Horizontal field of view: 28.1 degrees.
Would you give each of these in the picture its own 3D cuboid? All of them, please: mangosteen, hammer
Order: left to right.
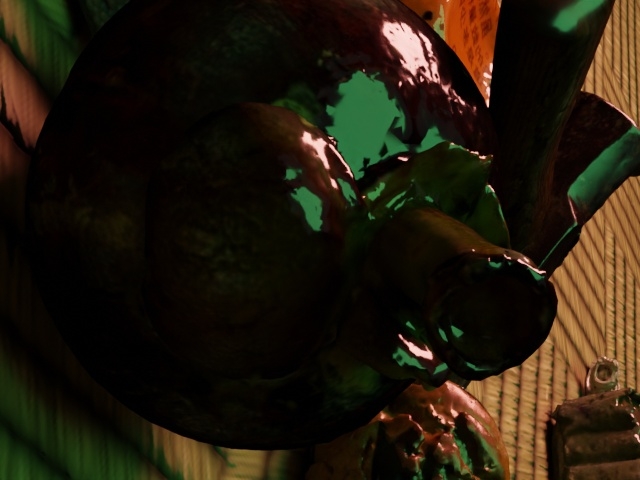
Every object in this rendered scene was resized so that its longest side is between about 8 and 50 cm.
[{"bbox_3d":[0.000,0.000,0.566,0.231,0.289,0.231,-17,121,-31],"label":"mangosteen"},{"bbox_3d":[0.118,-0.056,0.766,0.242,0.095,0.409,-48,163,-14],"label":"hammer"}]

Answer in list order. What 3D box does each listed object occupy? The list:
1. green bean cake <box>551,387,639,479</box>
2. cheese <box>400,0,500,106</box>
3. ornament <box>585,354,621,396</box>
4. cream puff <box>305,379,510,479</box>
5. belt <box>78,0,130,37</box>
[{"bbox_3d":[0.293,0.252,1.244,0.173,0.094,0.181,39,44,-53],"label":"green bean cake"},{"bbox_3d":[0.037,-0.096,0.865,0.329,0.129,0.217,-54,130,-44],"label":"cheese"},{"bbox_3d":[0.310,0.161,1.390,0.092,0.041,0.068,24,61,-70],"label":"ornament"},{"bbox_3d":[0.050,0.144,0.776,0.104,0.119,0.133,149,-36,-81],"label":"cream puff"},{"bbox_3d":[-0.120,-0.196,0.650,0.302,0.072,0.087,63,26,-26],"label":"belt"}]
